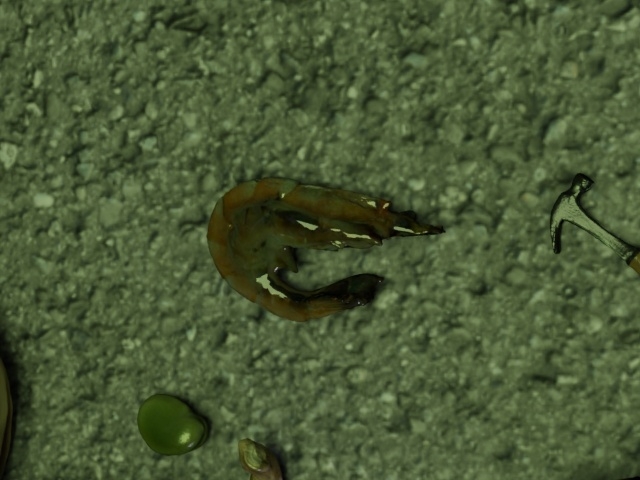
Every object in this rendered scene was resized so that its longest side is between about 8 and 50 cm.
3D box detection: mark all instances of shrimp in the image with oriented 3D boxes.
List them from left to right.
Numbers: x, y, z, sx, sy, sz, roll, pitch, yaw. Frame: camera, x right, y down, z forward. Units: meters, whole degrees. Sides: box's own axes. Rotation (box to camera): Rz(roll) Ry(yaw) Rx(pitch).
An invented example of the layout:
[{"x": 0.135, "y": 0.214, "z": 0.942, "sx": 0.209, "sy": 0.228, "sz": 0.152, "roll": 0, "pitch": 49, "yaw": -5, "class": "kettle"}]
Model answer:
[{"x": -0.004, "y": 0.016, "z": 1.695, "sx": 0.254, "sy": 0.059, "sz": 0.145, "roll": 12, "pitch": 100, "yaw": 20, "class": "shrimp"}]

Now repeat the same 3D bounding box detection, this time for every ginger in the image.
[{"x": -0.063, "y": 0.342, "z": 1.727, "sx": 0.089, "sy": 0.075, "sz": 0.288, "roll": 6, "pitch": 98, "yaw": 22, "class": "ginger"}]

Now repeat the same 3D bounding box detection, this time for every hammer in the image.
[{"x": 0.304, "y": 0.023, "z": 1.599, "sx": 0.201, "sy": 0.021, "sz": 0.078, "roll": 38, "pitch": 105, "yaw": 16, "class": "hammer"}]

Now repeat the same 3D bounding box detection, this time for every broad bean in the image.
[{"x": -0.158, "y": 0.197, "z": 1.770, "sx": 0.083, "sy": 0.045, "sz": 0.063, "roll": 21, "pitch": 99, "yaw": 26, "class": "broad bean"}]

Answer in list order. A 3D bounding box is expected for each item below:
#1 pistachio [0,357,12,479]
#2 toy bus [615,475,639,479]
[{"x": -0.426, "y": 0.219, "z": 1.806, "sx": 0.188, "sy": 0.187, "sz": 0.299, "roll": 6, "pitch": 101, "yaw": 20, "class": "pistachio"}, {"x": 0.271, "y": 0.416, "z": 1.554, "sx": 0.162, "sy": 0.171, "sz": 0.386, "roll": -12, "pitch": 88, "yaw": 24, "class": "toy bus"}]
